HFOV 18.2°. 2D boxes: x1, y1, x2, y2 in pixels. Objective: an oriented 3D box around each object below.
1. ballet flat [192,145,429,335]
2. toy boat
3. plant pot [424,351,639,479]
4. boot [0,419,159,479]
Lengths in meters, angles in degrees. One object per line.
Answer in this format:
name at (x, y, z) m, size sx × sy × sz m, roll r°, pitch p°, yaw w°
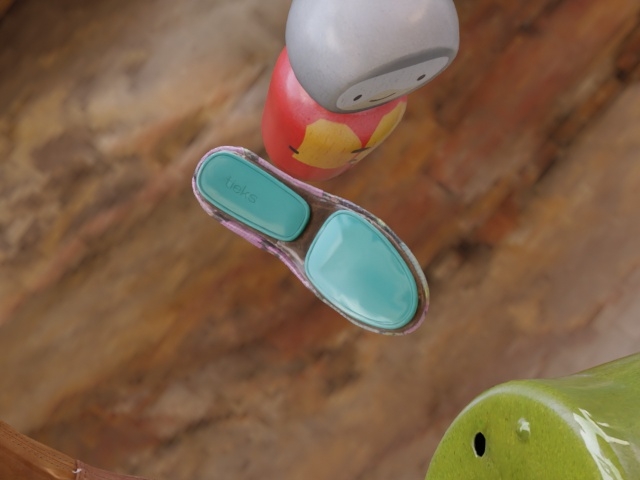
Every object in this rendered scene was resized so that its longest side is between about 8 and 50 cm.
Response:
ballet flat at (0.000, 0.000, 1.522) m, size 0.077 × 0.221 × 0.079 m, roll -58°, pitch -21°, yaw 1°
toy boat at (0.065, -0.171, 0.852) m, size 0.318 × 0.267 × 0.148 m, roll -64°, pitch 3°, yaw -22°
plant pot at (0.251, 0.191, 1.074) m, size 0.366 × 0.353 × 0.366 m, roll -9°, pitch 80°, yaw 64°
boot at (-0.203, 0.172, 0.953) m, size 0.264 × 0.280 × 0.096 m, roll -42°, pitch 29°, yaw 31°
